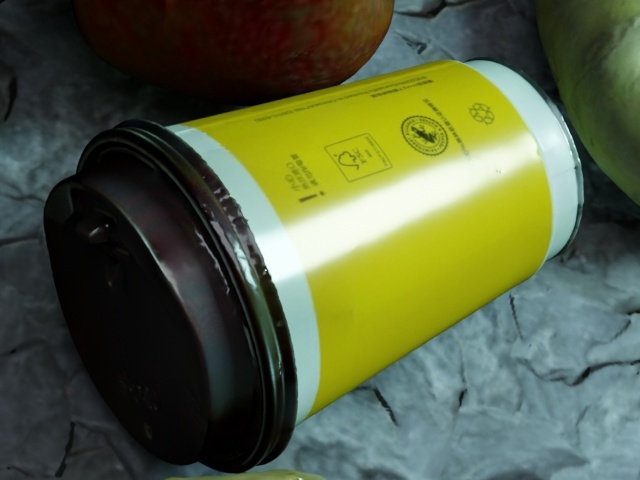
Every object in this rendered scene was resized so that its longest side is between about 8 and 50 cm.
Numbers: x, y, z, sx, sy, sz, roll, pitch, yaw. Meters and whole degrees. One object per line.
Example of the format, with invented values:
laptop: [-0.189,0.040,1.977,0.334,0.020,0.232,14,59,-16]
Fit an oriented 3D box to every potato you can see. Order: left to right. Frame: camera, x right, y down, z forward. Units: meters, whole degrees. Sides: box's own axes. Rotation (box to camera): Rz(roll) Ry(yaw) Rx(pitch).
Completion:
potato: [0.235,-0.144,1.066,0.192,0.141,0.296,-12,67,1]

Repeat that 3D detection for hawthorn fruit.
hawthorn fruit: [-0.074,-0.175,0.990,0.248,0.208,0.208,-8,66,-8]

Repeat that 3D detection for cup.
cup: [0.000,0.000,0.929,0.280,0.196,0.196,-23,70,-31]

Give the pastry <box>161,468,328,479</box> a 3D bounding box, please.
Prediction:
pastry: [-0.019,0.253,0.788,0.316,0.184,0.284,10,55,-2]
